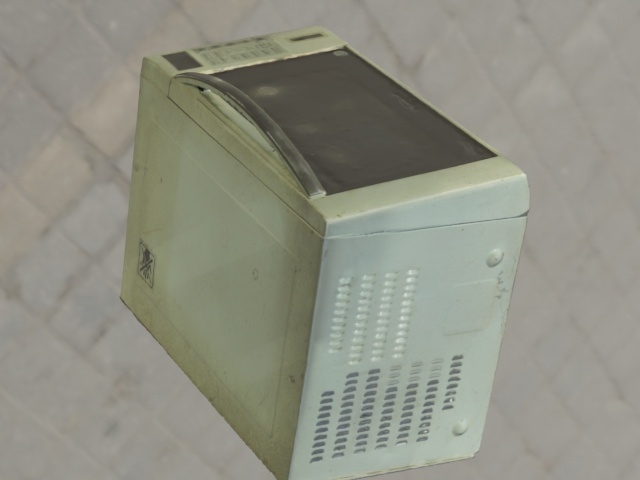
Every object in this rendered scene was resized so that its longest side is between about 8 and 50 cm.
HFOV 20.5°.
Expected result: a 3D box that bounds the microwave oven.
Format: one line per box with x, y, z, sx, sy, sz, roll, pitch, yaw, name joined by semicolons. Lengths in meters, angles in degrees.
0.000;0.000;1.722;0.247;0.394;0.333;-8;120;-28;microwave oven
